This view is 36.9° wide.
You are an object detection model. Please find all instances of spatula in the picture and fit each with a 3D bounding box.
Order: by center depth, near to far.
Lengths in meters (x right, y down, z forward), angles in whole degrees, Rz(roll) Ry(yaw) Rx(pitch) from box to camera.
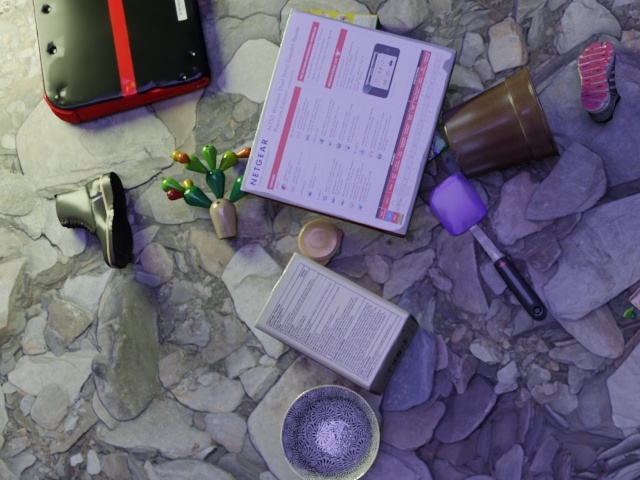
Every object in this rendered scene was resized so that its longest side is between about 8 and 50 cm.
[{"bbox_3d":[0.296,0.017,1.669,0.084,0.030,0.296,-35,72,4],"label":"spatula"}]

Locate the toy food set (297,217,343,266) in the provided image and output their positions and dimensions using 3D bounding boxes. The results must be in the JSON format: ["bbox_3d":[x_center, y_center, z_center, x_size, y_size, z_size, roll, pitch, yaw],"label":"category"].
[{"bbox_3d":[0.000,0.000,1.746,0.082,0.020,0.083,-43,71,0],"label":"toy food set"}]

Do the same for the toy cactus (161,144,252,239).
[{"bbox_3d":[-0.187,-0.094,1.780,0.219,0.112,0.180,-12,84,0],"label":"toy cactus"}]

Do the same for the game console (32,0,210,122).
[{"bbox_3d":[-0.412,-0.446,1.938,0.342,0.060,0.387,-13,75,4],"label":"game console"}]

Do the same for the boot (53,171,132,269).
[{"bbox_3d":[-0.439,-0.022,1.833,0.137,0.077,0.198,-17,60,13],"label":"boot"}]

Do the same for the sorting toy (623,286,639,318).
[{"bbox_3d":[0.547,0.108,1.598,0.083,0.012,0.062,-46,72,-1],"label":"sorting toy"}]

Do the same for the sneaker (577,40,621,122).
[{"bbox_3d":[0.491,-0.274,1.682,0.063,0.075,0.170,-8,51,29],"label":"sneaker"}]

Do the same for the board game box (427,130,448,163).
[{"bbox_3d":[0.116,-0.204,1.738,0.136,0.035,0.201,-40,85,3],"label":"board game box"}]

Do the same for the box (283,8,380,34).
[{"bbox_3d":[0.017,-0.381,1.824,0.179,0.043,0.105,9,79,12],"label":"box"}]

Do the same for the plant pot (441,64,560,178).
[{"bbox_3d":[0.306,-0.193,1.656,0.165,0.167,0.167,-21,73,15],"label":"plant pot"}]

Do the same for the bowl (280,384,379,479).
[{"bbox_3d":[0.023,0.333,1.629,0.170,0.080,0.170,-3,76,12],"label":"bowl"}]

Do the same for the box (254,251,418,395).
[{"bbox_3d":[0.030,0.145,1.648,0.232,0.127,0.149,28,85,18],"label":"box"}]

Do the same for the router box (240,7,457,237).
[{"bbox_3d":[0.051,-0.205,1.684,0.301,0.082,0.335,16,89,6],"label":"router box"}]
